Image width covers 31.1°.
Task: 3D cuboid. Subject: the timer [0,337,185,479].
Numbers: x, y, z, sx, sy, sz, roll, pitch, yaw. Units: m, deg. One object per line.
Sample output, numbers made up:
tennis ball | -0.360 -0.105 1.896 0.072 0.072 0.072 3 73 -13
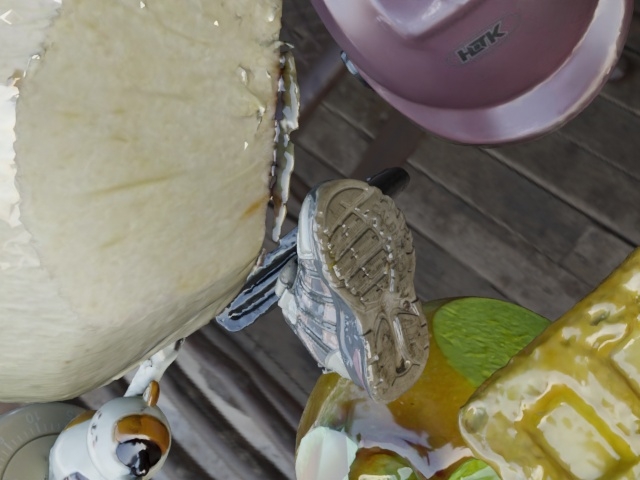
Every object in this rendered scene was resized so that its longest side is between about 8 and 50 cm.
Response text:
timer | -0.172 0.172 0.850 0.266 0.175 0.175 -40 44 47

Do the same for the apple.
apple | 0.160 0.245 1.351 0.384 0.374 0.374 3 70 45

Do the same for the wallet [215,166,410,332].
wallet | -0.001 -0.001 1.621 0.228 0.406 0.062 -43 89 19

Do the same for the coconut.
coconut | -0.199 -0.094 0.559 0.346 0.360 0.346 -176 90 -76

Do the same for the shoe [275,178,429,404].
shoe | 0.018 0.035 0.877 0.092 0.180 0.089 6 31 47

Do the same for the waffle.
waffle | 0.223 0.070 0.628 0.274 0.057 0.168 -42 77 -3

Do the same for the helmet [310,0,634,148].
helmet | 0.094 -0.255 0.947 0.271 0.197 0.338 -30 61 25
